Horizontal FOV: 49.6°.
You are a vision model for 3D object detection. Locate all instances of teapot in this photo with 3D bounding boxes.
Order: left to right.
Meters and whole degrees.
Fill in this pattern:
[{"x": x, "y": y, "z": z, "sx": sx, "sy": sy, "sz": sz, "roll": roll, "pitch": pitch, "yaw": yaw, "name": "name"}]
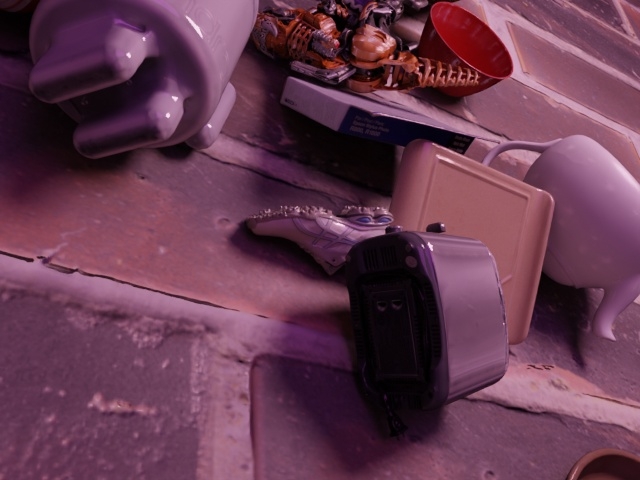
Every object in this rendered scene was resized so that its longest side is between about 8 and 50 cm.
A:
[{"x": 0.376, "y": -0.023, "z": 1.042, "sx": 0.252, "sy": 0.187, "sz": 0.256, "roll": 49, "pitch": 12, "yaw": -22, "name": "teapot"}]

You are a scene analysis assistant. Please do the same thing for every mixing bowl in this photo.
[{"x": 0.240, "y": -0.322, "z": 1.229, "sx": 0.182, "sy": 0.098, "sz": 0.181, "roll": 20, "pitch": 46, "yaw": -23, "name": "mixing bowl"}]

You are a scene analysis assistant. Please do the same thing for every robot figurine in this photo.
[{"x": -0.184, "y": -0.243, "z": 0.776, "sx": 0.353, "sy": 0.200, "sz": 0.300, "roll": -78, "pitch": 153, "yaw": -43, "name": "robot figurine"}]

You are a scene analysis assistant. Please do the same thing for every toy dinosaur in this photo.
[{"x": 0.064, "y": -0.282, "z": 1.029, "sx": 0.322, "sy": 0.164, "sz": 0.218, "roll": 33, "pitch": 48, "yaw": -9, "name": "toy dinosaur"}]

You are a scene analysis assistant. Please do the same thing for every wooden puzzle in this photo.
[{"x": 0.188, "y": 0.007, "z": 0.911, "sx": 0.239, "sy": 0.044, "sz": 0.220, "roll": 17, "pitch": 81, "yaw": -23, "name": "wooden puzzle"}]

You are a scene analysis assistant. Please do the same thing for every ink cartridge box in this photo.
[{"x": 0.090, "y": -0.160, "z": 0.945, "sx": 0.223, "sy": 0.045, "sz": 0.224, "roll": 6, "pitch": 18, "yaw": -33, "name": "ink cartridge box"}]

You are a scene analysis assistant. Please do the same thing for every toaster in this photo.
[{"x": 0.124, "y": 0.093, "z": 0.771, "sx": 0.147, "sy": 0.129, "sz": 0.226, "roll": -4, "pitch": 84, "yaw": -42, "name": "toaster"}]

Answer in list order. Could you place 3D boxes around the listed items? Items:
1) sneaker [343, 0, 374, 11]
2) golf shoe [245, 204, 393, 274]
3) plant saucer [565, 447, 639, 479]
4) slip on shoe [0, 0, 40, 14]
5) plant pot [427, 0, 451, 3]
[{"x": 0.047, "y": -0.500, "z": 1.225, "sx": 0.236, "sy": 0.104, "sz": 0.095, "roll": 37, "pitch": 41, "yaw": -8, "name": "sneaker"}, {"x": 0.000, "y": 0.000, "z": 0.819, "sx": 0.176, "sy": 0.069, "sz": 0.086, "roll": 1, "pitch": 96, "yaw": -12, "name": "golf shoe"}, {"x": 0.378, "y": 0.385, "z": 0.811, "sx": 0.278, "sy": 0.041, "sz": 0.277, "roll": 20, "pitch": 46, "yaw": -23, "name": "plant saucer"}, {"x": -0.377, "y": -0.395, "z": 0.831, "sx": 0.101, "sy": 0.123, "sz": 0.331, "roll": 10, "pitch": 47, "yaw": -60, "name": "slip on shoe"}, {"x": 0.210, "y": -0.524, "z": 1.245, "sx": 0.237, "sy": 0.237, "sz": 0.254, "roll": 39, "pitch": 36, "yaw": -5, "name": "plant pot"}]
